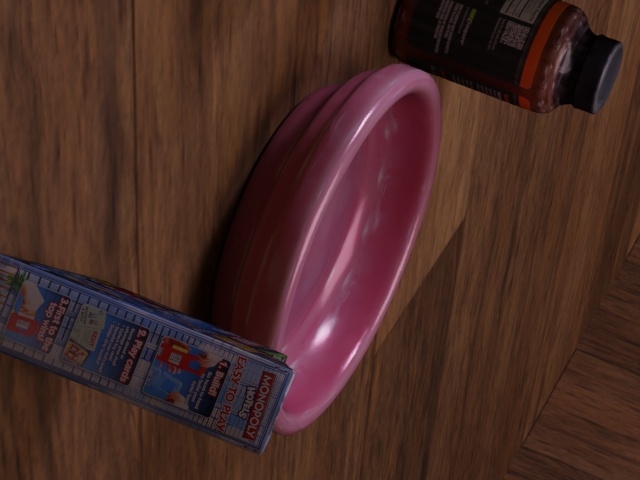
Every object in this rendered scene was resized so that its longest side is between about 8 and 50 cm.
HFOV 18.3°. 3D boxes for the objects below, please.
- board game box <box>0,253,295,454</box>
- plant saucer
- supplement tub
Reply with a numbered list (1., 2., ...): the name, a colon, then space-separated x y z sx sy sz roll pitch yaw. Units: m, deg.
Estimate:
1. board game box: -0.099 0.077 1.280 0.060 0.194 0.194 -68 163 0
2. plant saucer: 0.000 0.000 1.697 0.332 0.084 0.332 -56 159 -35
3. supplement tub: 0.172 -0.180 1.808 0.106 0.198 0.106 -57 161 -31
